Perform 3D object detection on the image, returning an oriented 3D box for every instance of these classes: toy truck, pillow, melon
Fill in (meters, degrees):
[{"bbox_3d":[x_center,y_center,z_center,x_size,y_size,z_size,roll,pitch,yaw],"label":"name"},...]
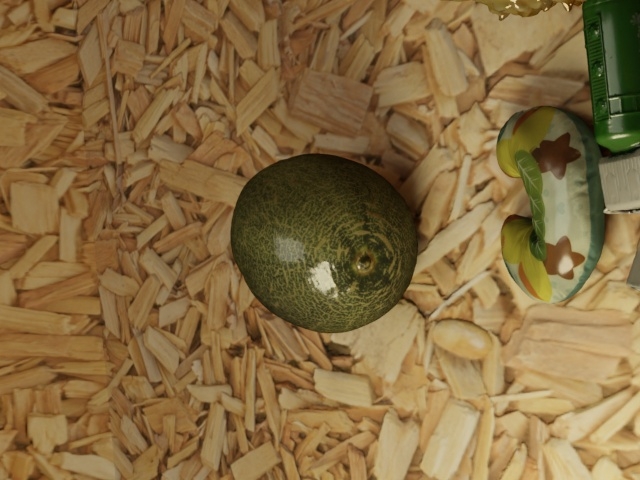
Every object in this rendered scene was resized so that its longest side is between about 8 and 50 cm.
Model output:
[{"bbox_3d":[0.340,-0.147,1.536,0.101,0.125,0.242,-11,84,60],"label":"toy truck"},{"bbox_3d":[0.267,-0.042,1.735,0.214,0.086,0.233,-172,77,-71],"label":"pillow"},{"bbox_3d":[0.000,0.000,2.040,0.329,0.248,0.249,-145,57,-65],"label":"melon"}]

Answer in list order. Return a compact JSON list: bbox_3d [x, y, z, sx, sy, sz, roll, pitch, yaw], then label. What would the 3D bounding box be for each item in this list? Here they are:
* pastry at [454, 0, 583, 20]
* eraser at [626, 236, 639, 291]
[{"bbox_3d":[0.247,-0.411,1.506,0.409,0.245,0.409,-50,21,28],"label":"pastry"},{"bbox_3d":[0.390,-0.077,1.395,0.171,0.087,0.290,-163,91,-72],"label":"eraser"}]
